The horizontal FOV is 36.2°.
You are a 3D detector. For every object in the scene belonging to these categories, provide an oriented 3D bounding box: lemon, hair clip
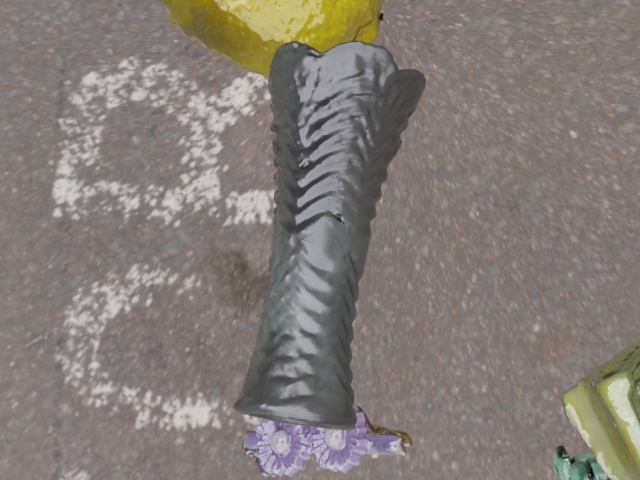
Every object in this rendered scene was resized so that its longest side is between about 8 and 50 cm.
[{"bbox_3d":[-0.064,-0.334,1.140,0.322,0.268,0.268,30,103,-2],"label":"lemon"},{"bbox_3d":[-0.001,0.292,1.440,0.292,0.084,0.106,-9,75,29],"label":"hair clip"}]

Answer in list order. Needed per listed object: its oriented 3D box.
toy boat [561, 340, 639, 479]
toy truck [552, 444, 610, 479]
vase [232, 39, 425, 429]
[{"bbox_3d":[0.266,0.123,0.720,0.084,0.276,0.111,-41,69,35],"label":"toy boat"},{"bbox_3d":[0.444,0.374,1.439,0.155,0.279,0.156,-14,84,3],"label":"toy truck"},{"bbox_3d":[0.000,0.000,0.640,0.115,0.115,0.237,8,75,2],"label":"vase"}]
